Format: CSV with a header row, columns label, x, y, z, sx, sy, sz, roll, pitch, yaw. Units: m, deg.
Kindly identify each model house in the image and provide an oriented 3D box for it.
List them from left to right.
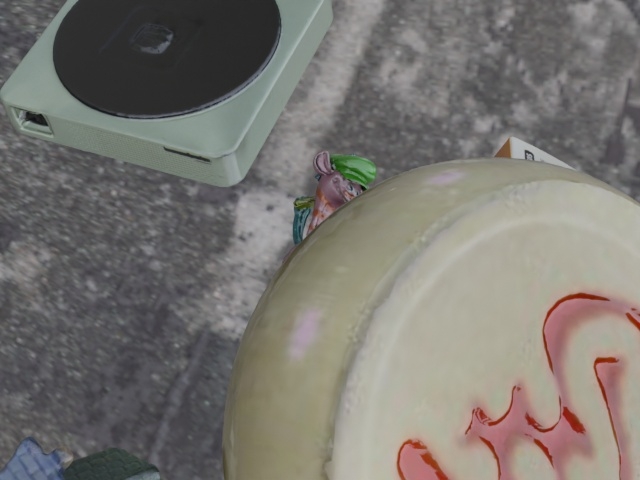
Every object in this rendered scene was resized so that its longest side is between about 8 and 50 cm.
label,x,y,z,sx,sy,sz,roll,pitch,yaw
model house,-0.234,0.273,1.185,0.183,0.166,0.172,-10,141,-56

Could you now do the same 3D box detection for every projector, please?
label,x,y,z,sx,sy,sz,roll,pitch,yaw
projector,-0.148,-0.182,1.278,0.079,0.257,0.259,81,30,-53

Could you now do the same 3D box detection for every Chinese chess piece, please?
label,x,y,z,sx,sy,sz,roll,pitch,yaw
Chinese chess piece,0.083,0.094,0.607,0.273,0.102,0.273,-1,91,-31

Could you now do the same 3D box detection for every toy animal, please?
label,x,y,z,sx,sy,sz,roll,pitch,yaw
toy animal,0.000,0.000,1.459,0.100,0.103,0.208,4,98,-34

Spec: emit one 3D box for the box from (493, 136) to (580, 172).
label,x,y,z,sx,sy,sz,roll,pitch,yaw
box,0.291,0.021,1.487,0.221,0.273,0.091,26,125,-14
